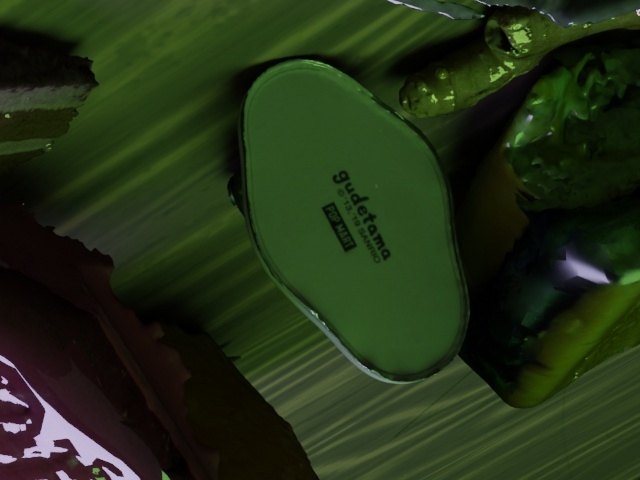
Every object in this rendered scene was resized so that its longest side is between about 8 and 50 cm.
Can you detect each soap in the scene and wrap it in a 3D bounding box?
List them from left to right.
[{"bbox_3d":[-0.212,0.116,0.992,0.220,0.127,0.325,-23,112,16],"label":"soap"}]

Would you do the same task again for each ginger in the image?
[{"bbox_3d":[0.189,-0.171,1.098,0.288,0.075,0.089,-27,150,13],"label":"ginger"}]

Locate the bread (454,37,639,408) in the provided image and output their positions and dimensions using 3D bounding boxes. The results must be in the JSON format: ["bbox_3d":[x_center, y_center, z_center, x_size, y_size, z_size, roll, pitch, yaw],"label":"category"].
[{"bbox_3d":[0.239,-0.010,1.280,0.251,0.208,0.376,-24,156,-20],"label":"bread"}]

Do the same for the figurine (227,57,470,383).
[{"bbox_3d":[0.000,0.000,1.093,0.166,0.250,0.141,-15,172,-28],"label":"figurine"}]

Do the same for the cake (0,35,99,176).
[{"bbox_3d":[-0.259,-0.067,0.847,0.295,0.113,0.116,-4,150,-49],"label":"cake"}]

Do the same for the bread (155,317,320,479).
[{"bbox_3d":[-0.123,0.241,1.252,0.361,0.394,0.250,-3,122,-43],"label":"bread"}]

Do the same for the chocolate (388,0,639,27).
[{"bbox_3d":[0.096,-0.268,0.620,0.303,0.213,0.303,9,127,12],"label":"chocolate"}]
